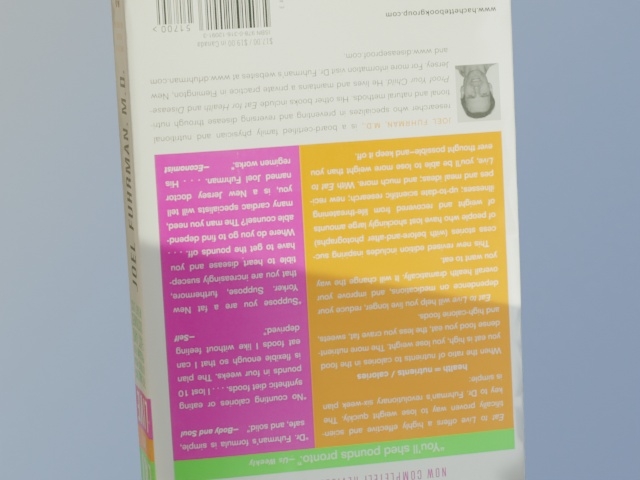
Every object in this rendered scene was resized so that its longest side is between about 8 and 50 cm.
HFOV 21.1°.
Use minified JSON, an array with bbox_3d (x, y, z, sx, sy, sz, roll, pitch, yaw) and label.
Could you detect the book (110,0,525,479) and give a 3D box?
[{"bbox_3d":[0.000,0.000,0.427,0.035,0.096,0.144,-151,-122,-72],"label":"book"}]
